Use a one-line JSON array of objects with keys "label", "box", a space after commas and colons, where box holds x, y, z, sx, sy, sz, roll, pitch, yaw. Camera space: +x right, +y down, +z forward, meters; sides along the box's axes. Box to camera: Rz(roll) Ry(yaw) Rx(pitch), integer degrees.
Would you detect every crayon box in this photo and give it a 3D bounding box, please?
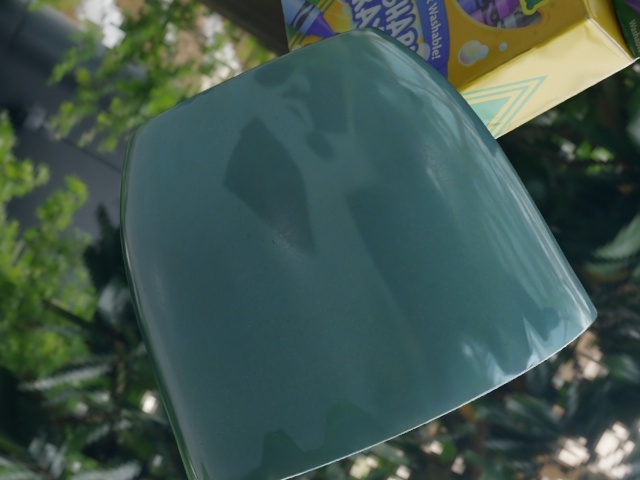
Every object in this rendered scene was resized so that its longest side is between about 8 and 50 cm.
[{"label": "crayon box", "box": [0.123, -0.188, 1.234, 0.323, 0.083, 0.203, -28, -128, 27]}]

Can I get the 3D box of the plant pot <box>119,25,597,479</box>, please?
[{"label": "plant pot", "box": [0.000, 0.000, 0.997, 0.293, 0.235, 0.293, -25, -178, 1]}]
